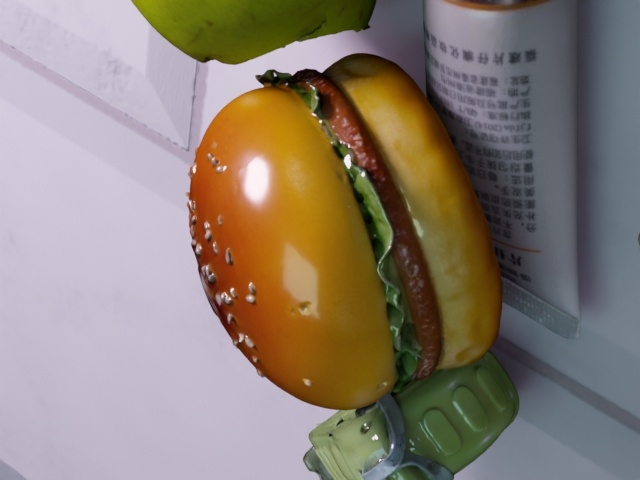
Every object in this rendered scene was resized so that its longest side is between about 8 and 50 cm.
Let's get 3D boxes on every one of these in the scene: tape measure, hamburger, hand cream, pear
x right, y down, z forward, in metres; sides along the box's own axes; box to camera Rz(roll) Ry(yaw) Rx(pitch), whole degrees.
[{"bbox_3d":[0.070,0.135,0.928,0.087,0.154,0.177,57,168,-3],"label":"tape measure"},{"bbox_3d":[0.001,0.001,0.827,0.246,0.170,0.246,158,90,-76],"label":"hamburger"},{"bbox_3d":[0.117,-0.072,0.791,0.139,0.089,0.314,33,141,35],"label":"hand cream"},{"bbox_3d":[-0.054,-0.220,0.771,0.187,0.187,0.220,-1,113,41],"label":"pear"}]

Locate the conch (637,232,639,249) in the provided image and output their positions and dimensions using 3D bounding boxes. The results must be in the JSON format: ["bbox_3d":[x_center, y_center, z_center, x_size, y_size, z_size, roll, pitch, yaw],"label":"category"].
[{"bbox_3d":[0.269,0.001,0.672,0.137,0.114,0.234,-52,46,11],"label":"conch"}]
